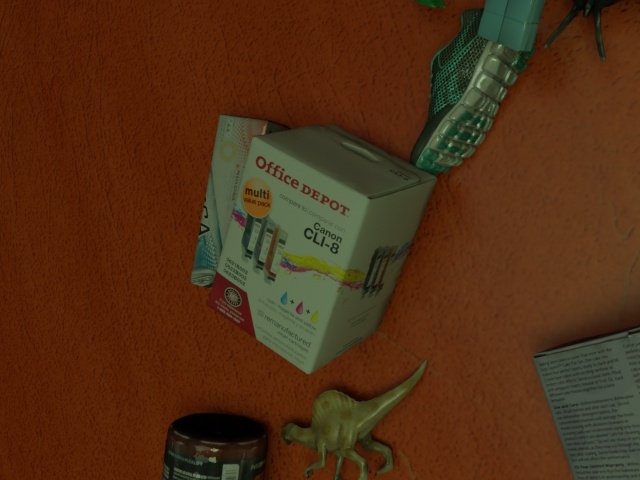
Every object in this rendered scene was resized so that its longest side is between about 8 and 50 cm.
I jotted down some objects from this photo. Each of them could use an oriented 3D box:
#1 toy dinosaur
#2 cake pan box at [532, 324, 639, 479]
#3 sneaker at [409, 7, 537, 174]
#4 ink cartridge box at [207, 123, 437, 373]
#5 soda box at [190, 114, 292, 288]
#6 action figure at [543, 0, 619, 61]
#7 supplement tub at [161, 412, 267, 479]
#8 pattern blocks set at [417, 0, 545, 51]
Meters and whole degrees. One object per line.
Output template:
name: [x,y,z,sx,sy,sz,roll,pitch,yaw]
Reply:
toy dinosaur: [0.031,0.186,0.690,0.183,0.053,0.093,-29,75,23]
cake pan box: [0.299,0.165,0.487,0.267,0.070,0.246,-32,74,51]
sneaker: [0.127,-0.139,0.657,0.076,0.065,0.166,41,104,39]
ink cartridge box: [0.000,0.000,0.648,0.128,0.127,0.176,30,117,25]
soda box: [-0.082,-0.037,0.751,0.063,0.058,0.183,12,93,26]
action figure: [0.248,-0.290,0.554,0.164,0.141,0.276,21,124,18]
supplement tub: [-0.115,0.286,0.731,0.106,0.106,0.198,8,93,27]
pattern blocks set: [0.142,-0.326,0.537,0.285,0.026,0.325,49,136,36]
